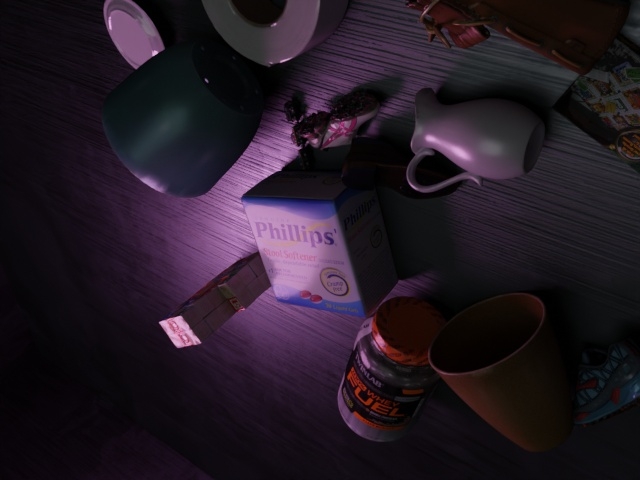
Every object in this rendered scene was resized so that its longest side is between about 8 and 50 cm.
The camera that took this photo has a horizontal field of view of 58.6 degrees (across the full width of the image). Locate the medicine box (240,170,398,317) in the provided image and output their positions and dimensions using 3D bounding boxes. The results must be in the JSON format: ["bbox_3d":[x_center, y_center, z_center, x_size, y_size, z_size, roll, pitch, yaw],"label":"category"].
[{"bbox_3d":[0.000,0.000,1.266,0.264,0.149,0.289,5,125,38],"label":"medicine box"}]

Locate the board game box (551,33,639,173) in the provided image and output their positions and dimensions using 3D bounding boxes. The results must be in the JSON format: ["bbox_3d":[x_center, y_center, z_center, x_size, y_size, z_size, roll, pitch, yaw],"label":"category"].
[{"bbox_3d":[0.483,-0.166,0.821,0.260,0.030,0.136,41,136,8],"label":"board game box"}]

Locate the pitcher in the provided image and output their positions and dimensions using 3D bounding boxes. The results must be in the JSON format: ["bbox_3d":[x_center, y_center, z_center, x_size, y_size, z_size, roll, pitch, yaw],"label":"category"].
[{"bbox_3d":[0.246,-0.150,0.946,0.207,0.125,0.177,21,108,33],"label":"pitcher"}]

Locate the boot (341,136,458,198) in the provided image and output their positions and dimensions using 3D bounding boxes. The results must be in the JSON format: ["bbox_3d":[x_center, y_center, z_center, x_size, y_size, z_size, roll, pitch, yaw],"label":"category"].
[{"bbox_3d":[0.152,-0.146,1.084,0.219,0.106,0.082,8,142,-3],"label":"boot"}]

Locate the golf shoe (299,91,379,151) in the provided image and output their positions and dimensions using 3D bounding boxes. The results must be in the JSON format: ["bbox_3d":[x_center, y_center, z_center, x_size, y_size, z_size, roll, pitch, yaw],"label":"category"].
[{"bbox_3d":[0.049,-0.231,1.122,0.186,0.067,0.086,-15,140,43],"label":"golf shoe"}]

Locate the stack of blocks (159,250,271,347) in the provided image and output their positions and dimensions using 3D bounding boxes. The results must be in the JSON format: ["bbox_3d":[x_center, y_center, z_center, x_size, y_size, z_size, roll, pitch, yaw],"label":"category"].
[{"bbox_3d":[-0.249,0.146,1.476,0.171,0.297,0.087,-22,105,48],"label":"stack of blocks"}]

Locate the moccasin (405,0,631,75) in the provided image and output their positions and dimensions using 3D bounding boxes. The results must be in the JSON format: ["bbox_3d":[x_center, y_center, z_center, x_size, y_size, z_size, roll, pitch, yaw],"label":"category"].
[{"bbox_3d":[0.211,-0.318,0.776,0.380,0.139,0.147,12,127,-10],"label":"moccasin"}]

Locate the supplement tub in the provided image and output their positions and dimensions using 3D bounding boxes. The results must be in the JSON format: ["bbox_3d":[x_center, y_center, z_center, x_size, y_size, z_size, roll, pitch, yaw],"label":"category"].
[{"bbox_3d":[0.166,0.296,1.309,0.207,0.207,0.338,30,136,19],"label":"supplement tub"}]

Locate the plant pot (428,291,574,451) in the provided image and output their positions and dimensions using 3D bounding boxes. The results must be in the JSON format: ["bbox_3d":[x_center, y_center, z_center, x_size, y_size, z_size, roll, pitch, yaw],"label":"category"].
[{"bbox_3d":[0.375,0.270,1.095,0.237,0.237,0.254,-21,108,47],"label":"plant pot"}]

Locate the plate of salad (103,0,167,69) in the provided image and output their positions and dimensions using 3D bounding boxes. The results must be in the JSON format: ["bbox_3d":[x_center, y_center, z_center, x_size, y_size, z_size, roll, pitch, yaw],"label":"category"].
[{"bbox_3d":[-0.428,-0.480,1.336,0.200,0.048,0.199,29,146,22],"label":"plate of salad"}]

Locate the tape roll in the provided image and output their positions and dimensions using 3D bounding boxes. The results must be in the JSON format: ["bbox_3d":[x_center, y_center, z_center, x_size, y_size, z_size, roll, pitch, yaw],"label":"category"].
[{"bbox_3d":[-0.089,-0.467,1.018,0.286,0.100,0.286,22,133,26],"label":"tape roll"}]

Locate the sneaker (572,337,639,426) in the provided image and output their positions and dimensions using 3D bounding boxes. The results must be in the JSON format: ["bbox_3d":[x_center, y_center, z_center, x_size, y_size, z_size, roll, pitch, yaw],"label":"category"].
[{"bbox_3d":[0.538,0.262,1.075,0.262,0.104,0.125,107,145,-56],"label":"sneaker"}]

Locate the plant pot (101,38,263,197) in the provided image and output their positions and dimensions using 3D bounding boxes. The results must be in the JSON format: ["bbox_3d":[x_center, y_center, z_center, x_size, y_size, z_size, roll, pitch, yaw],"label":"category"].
[{"bbox_3d":[-0.260,-0.273,1.190,0.235,0.293,0.293,-33,97,33],"label":"plant pot"}]

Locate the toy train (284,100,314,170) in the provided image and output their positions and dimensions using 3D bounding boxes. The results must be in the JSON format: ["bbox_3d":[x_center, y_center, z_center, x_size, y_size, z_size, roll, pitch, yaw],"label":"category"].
[{"bbox_3d":[-0.048,-0.223,1.226,0.036,0.027,0.158,9,126,40],"label":"toy train"}]
